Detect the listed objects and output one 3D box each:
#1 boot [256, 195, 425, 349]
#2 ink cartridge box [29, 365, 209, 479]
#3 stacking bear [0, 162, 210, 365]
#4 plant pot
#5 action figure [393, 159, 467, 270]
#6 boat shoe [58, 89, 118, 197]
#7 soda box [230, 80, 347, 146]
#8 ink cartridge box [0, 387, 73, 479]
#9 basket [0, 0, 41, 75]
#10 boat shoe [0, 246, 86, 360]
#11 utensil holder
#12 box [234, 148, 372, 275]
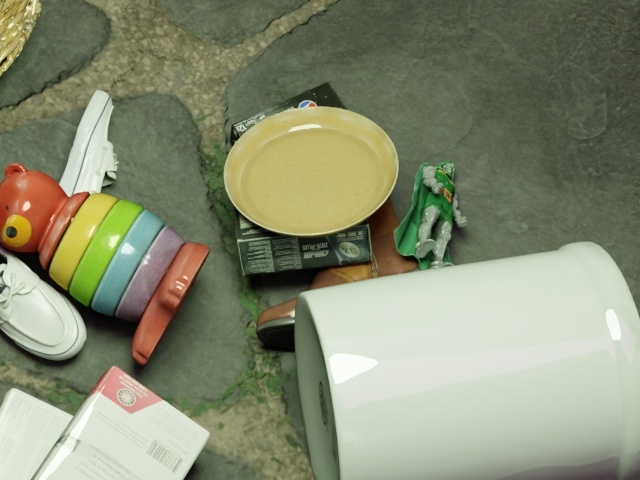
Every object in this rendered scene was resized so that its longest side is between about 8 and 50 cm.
[{"bbox_3d":[0.000,0.000,2.066,0.264,0.096,0.280,-18,62,-8],"label":"boot"},{"bbox_3d":[-0.266,0.296,1.848,0.158,0.092,0.218,37,57,-8],"label":"ink cartridge box"},{"bbox_3d":[-0.309,0.007,1.958,0.289,0.175,0.164,29,33,-3],"label":"stacking bear"},{"bbox_3d":[-0.012,-0.088,1.986,0.236,0.032,0.236,-3,49,4],"label":"plant pot"},{"bbox_3d":[0.166,-0.042,2.094,0.137,0.063,0.232,51,29,-27],"label":"action figure"},{"bbox_3d":[-0.325,-0.101,2.088,0.075,0.083,0.226,20,74,-9],"label":"boat shoe"},{"bbox_3d":[-0.047,-0.169,2.166,0.169,0.053,0.060,-26,70,-19],"label":"soda box"},{"bbox_3d":[-0.338,0.319,1.888,0.224,0.056,0.181,29,61,-14],"label":"ink cartridge box"},{"bbox_3d":[-0.575,-0.290,2.134,0.299,0.223,0.213,-48,111,-26],"label":"basket"},{"bbox_3d":[-0.425,0.067,1.963,0.258,0.084,0.095,35,84,15],"label":"boat shoe"},{"bbox_3d":[0.181,0.186,1.868,0.385,0.328,0.328,-7,64,-8],"label":"utensil holder"},{"bbox_3d":[-0.027,-0.039,2.019,0.180,0.078,0.147,-8,49,-1],"label":"box"}]
